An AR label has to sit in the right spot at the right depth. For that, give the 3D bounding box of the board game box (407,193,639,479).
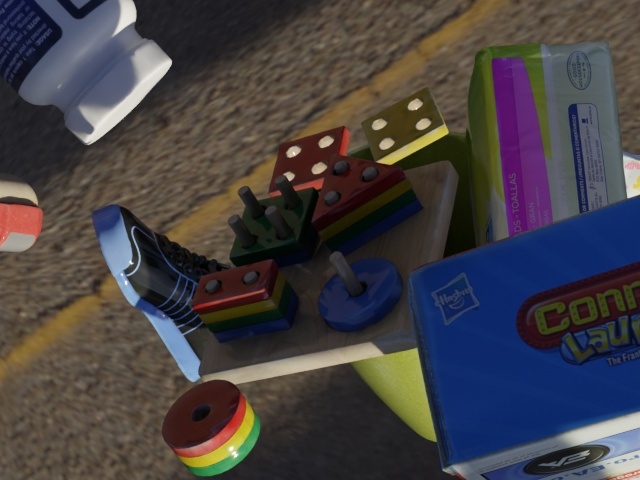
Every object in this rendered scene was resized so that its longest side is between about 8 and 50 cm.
[{"bbox_3d":[0.231,0.051,0.708,0.308,0.302,0.086,-18,66,15],"label":"board game box"}]

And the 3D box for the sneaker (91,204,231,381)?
[{"bbox_3d":[-0.130,0.038,1.508,0.090,0.081,0.232,-26,134,5],"label":"sneaker"}]

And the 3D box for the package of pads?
[{"bbox_3d":[0.167,-0.004,1.208,0.101,0.296,0.229,-5,74,2],"label":"package of pads"}]

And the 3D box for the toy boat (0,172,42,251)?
[{"bbox_3d":[-0.359,0.025,1.420,0.231,0.151,0.151,-8,85,19],"label":"toy boat"}]

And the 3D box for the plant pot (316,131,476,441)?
[{"bbox_3d":[0.122,0.076,1.786,0.275,0.275,0.293,-30,128,-13],"label":"plant pot"}]

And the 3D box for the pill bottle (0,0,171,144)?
[{"bbox_3d":[-0.284,-0.234,1.630,0.153,0.153,0.264,-43,91,-11],"label":"pill bottle"}]

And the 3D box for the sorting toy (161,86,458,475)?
[{"bbox_3d":[0.000,0.000,0.876,0.046,0.132,0.274,57,33,-34],"label":"sorting toy"}]

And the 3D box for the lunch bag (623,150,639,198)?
[{"bbox_3d":[0.240,-0.048,1.398,0.071,0.083,0.053,13,41,-15],"label":"lunch bag"}]
